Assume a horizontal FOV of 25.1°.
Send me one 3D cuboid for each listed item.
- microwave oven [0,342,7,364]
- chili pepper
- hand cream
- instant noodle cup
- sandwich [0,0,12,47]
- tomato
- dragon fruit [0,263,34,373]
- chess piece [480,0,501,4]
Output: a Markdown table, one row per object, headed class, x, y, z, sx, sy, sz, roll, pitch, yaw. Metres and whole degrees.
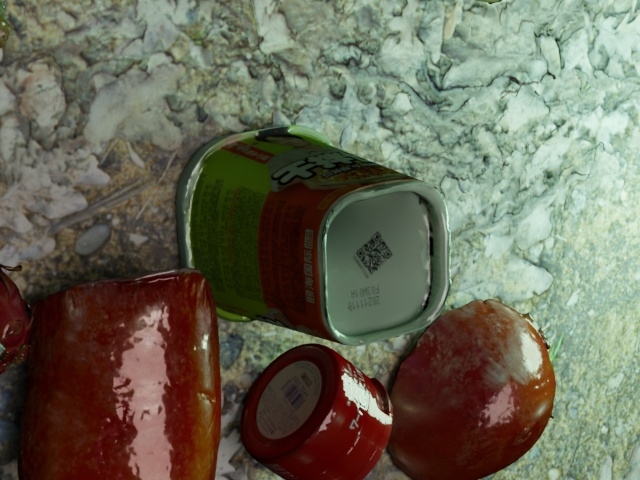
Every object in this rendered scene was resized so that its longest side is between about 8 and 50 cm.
| class | x | y | z | sx | sy | sz | roll | pitch | yaw |
| --- | --- | --- | --- | --- | --- | --- | --- | --- | --- |
| microwave oven | -0.540 | 0.076 | 1.478 | 0.218 | 0.355 | 0.286 | -49 | 124 | -16 |
| chili pepper | -0.253 | 0.187 | 1.819 | 0.251 | 0.229 | 0.305 | 0 | 88 | 1 |
| hand cream | -0.007 | 0.249 | 1.994 | 0.125 | 0.193 | 0.193 | 38 | 79 | -35 |
| instant noodle cup | 0.000 | 0.000 | 1.868 | 0.294 | 0.308 | 0.294 | -8 | 105 | -34 |
| sandwich | -0.466 | -0.212 | 1.523 | 0.325 | 0.262 | 0.131 | -54 | 130 | -12 |
| tomato | 0.252 | 0.251 | 2.187 | 0.309 | 0.170 | 0.309 | -8 | 104 | -35 |
| dragon fruit | -0.418 | 0.086 | 1.713 | 0.136 | 0.133 | 0.166 | -79 | 147 | -47 |
| chess piece | 0.127 | -0.411 | 1.985 | 0.301 | 0.137 | 0.137 | 1 | 100 | -31 |
